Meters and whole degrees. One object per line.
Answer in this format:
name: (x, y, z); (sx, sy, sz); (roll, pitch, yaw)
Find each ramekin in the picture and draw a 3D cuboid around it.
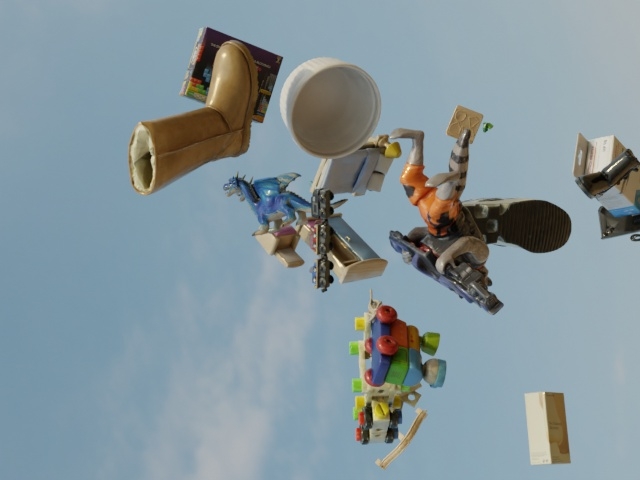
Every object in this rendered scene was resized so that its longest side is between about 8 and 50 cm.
ramekin: (0.013, -0.284, 1.999); (0.207, 0.207, 0.109); (45, -177, -35)

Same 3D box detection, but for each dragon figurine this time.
dragon figurine: (-0.086, -0.095, 1.969); (0.085, 0.289, 0.144); (-11, -94, -48)

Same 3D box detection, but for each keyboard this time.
keyboard: (0.663, -0.039, 1.954); (0.023, 0.180, 0.108); (42, -138, -47)

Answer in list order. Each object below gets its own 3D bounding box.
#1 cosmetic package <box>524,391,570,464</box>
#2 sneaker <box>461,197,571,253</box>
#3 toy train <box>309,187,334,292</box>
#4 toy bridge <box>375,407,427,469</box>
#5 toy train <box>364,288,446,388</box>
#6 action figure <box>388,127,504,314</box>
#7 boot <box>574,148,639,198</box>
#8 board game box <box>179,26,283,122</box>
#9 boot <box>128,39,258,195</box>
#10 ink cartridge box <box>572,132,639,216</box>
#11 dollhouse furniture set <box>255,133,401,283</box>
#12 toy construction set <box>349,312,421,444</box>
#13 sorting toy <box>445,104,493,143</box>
cosmetic package: (0.366, 0.303, 1.539); (0.060, 0.041, 0.115); (10, -108, -43)
sneaker: (0.392, -0.046, 2.122); (0.330, 0.146, 0.122); (5, -79, -16)
toy train: (0.000, 0.000, 1.401); (0.027, 0.036, 0.158); (-20, -64, -48)
toy bridge: (0.212, 0.506, 2.440); (0.026, 0.188, 0.063); (40, 174, -7)
toy train: (0.165, 0.181, 1.837); (0.143, 0.105, 0.248); (13, -145, -6)
action figure: (0.254, -0.017, 1.729); (0.341, 0.178, 0.330); (41, 159, 50)
boot: (0.501, -0.117, 1.656); (0.121, 0.099, 0.045); (2, -129, -59)
board game box: (-0.174, -0.323, 1.878); (0.170, 0.048, 0.141); (17, -89, -25)
boot: (-0.225, -0.223, 1.712); (0.269, 0.089, 0.236); (-27, -56, -50)
ink cartridge box: (0.572, -0.134, 1.886); (0.180, 0.060, 0.104); (33, -119, -39)
dollhouse furniture set: (0.057, -0.080, 2.195); (0.286, 0.303, 0.198); (-9, -137, -42)
toy construction set: (0.130, 0.313, 2.053); (0.328, 0.151, 0.215); (64, -161, -58)
sorting toy: (0.290, -0.219, 1.844); (0.083, 0.062, 0.012); (20, -171, -6)
